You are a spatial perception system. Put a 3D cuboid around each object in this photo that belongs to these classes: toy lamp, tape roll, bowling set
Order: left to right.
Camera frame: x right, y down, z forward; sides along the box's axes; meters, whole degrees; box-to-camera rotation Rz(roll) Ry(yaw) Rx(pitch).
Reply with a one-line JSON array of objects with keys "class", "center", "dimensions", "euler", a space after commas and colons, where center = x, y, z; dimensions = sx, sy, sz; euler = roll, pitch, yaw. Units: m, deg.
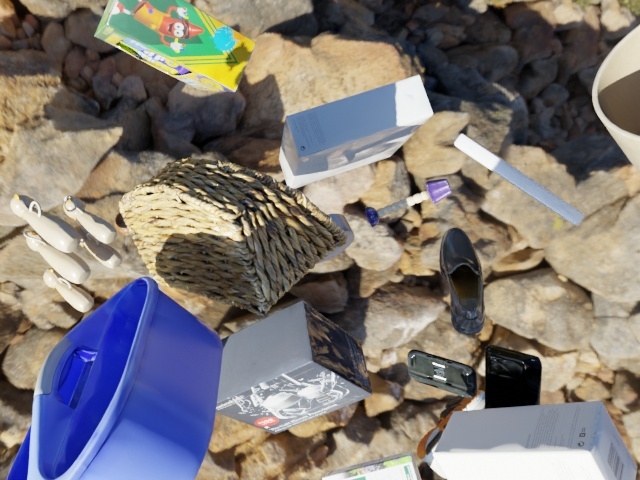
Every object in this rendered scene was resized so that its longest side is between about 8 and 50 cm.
[{"class": "bowling set", "center": [-0.486, -0.009, 1.166], "dimensions": [0.154, 0.287, 0.200], "euler": [34, 50, 13]}, {"class": "tape roll", "center": [0.000, 0.000, 1.882], "dimensions": [0.219, 0.219, 0.072], "euler": [-17, 66, -19]}, {"class": "toy lamp", "center": [0.279, -0.125, 1.806], "dimensions": [0.274, 0.080, 0.080], "euler": [-20, 95, 15]}]

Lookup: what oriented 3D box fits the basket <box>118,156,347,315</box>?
[{"class": "basket", "center": [-0.147, -0.047, 0.926], "dimensions": [0.223, 0.299, 0.213], "euler": [-41, 126, -37]}]

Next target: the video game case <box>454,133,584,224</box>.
[{"class": "video game case", "center": [0.305, -0.088, 0.859], "dimensions": [0.201, 0.183, 0.023], "euler": [39, 106, 19]}]

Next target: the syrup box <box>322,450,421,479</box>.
[{"class": "syrup box", "center": [0.132, 0.613, 1.443], "dimensions": [0.237, 0.096, 0.093], "euler": [-17, 75, 7]}]

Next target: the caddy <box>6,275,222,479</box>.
[{"class": "caddy", "center": [-0.264, 0.196, 0.709], "dimensions": [0.241, 0.341, 0.179], "euler": [-41, 118, 21]}]

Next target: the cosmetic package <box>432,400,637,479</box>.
[{"class": "cosmetic package", "center": [0.464, 0.488, 1.259], "dimensions": [0.155, 0.365, 0.197], "euler": [-45, 109, -44]}]

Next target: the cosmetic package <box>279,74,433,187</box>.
[{"class": "cosmetic package", "center": [0.058, -0.228, 1.282], "dimensions": [0.284, 0.377, 0.097], "euler": [-17, 88, -8]}]

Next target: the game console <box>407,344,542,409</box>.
[{"class": "game console", "center": [0.388, 0.355, 1.479], "dimensions": [0.044, 0.361, 0.213], "euler": [-28, 120, -48]}]

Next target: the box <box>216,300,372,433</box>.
[{"class": "box", "center": [-0.091, 0.358, 1.544], "dimensions": [0.312, 0.343, 0.179], "euler": [41, 29, -45]}]

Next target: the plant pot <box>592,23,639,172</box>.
[{"class": "plant pot", "center": [0.489, -0.111, 0.647], "dimensions": [0.274, 0.256, 0.256], "euler": [45, 74, -33]}]

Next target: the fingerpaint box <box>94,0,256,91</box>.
[{"class": "fingerpaint box", "center": [-0.446, -0.592, 1.684], "dimensions": [0.371, 0.445, 0.163], "euler": [23, 94, -29]}]

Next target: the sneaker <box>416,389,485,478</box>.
[{"class": "sneaker", "center": [0.375, 0.521, 1.534], "dimensions": [0.262, 0.099, 0.121], "euler": [-42, 95, -23]}]

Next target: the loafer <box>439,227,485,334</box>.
[{"class": "loafer", "center": [0.210, 0.048, 0.826], "dimensions": [0.062, 0.061, 0.170], "euler": [-8, 57, 3]}]
